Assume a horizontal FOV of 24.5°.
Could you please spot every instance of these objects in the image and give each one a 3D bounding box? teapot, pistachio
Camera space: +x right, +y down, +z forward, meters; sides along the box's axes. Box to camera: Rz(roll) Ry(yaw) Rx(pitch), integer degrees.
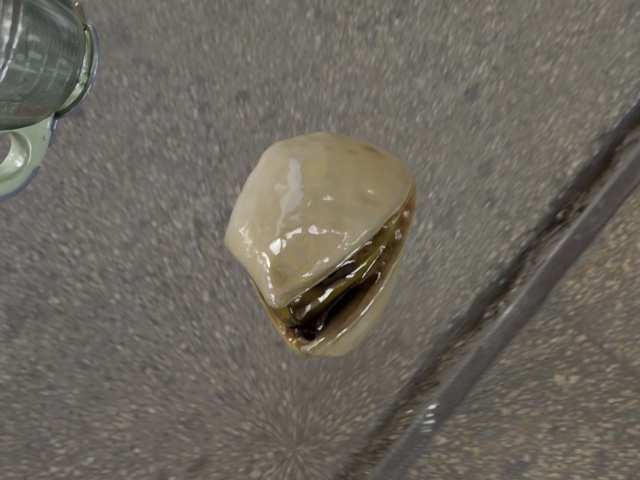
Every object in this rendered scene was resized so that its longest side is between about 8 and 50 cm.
[{"bbox_3d":[-0.184,-0.095,0.852,0.111,0.108,0.149,-9,74,41],"label":"teapot"},{"bbox_3d":[0.000,0.000,1.142,0.153,0.238,0.138,-28,116,27],"label":"pistachio"}]
